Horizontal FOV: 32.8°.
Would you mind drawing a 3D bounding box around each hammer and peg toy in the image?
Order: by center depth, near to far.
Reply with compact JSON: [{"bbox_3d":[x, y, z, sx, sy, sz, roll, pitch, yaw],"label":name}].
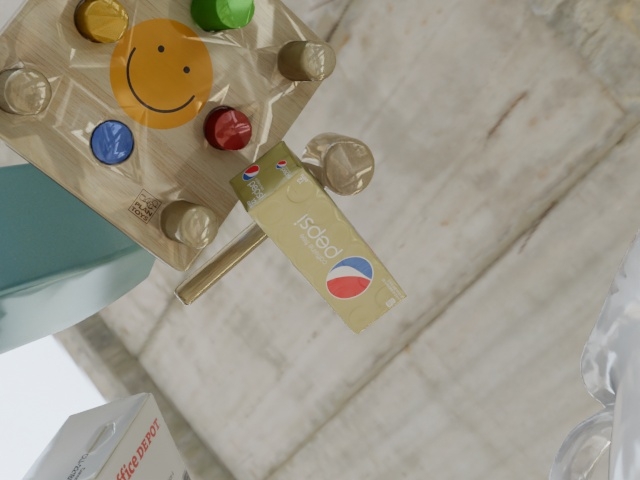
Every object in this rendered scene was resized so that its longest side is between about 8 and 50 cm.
[{"bbox_3d":[-0.107,-0.105,0.963,0.361,0.266,0.127,41,-12,-27],"label":"hammer and peg toy"}]

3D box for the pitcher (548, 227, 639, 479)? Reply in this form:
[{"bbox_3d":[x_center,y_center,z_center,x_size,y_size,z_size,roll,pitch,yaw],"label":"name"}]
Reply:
[{"bbox_3d":[0.159,0.106,0.432,0.125,0.207,0.178,17,-62,-13],"label":"pitcher"}]

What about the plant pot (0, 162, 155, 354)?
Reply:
[{"bbox_3d":[-0.317,0.006,1.283,0.165,0.234,0.166,60,-32,20],"label":"plant pot"}]

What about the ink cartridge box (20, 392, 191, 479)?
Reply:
[{"bbox_3d":[-0.207,0.333,1.173,0.114,0.197,0.273,-16,-73,15],"label":"ink cartridge box"}]

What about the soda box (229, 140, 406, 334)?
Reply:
[{"bbox_3d":[0.000,0.000,0.954,0.181,0.061,0.058,50,4,-37],"label":"soda box"}]
